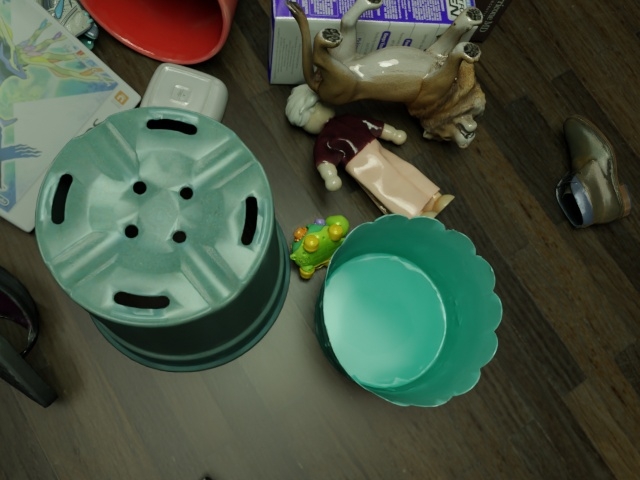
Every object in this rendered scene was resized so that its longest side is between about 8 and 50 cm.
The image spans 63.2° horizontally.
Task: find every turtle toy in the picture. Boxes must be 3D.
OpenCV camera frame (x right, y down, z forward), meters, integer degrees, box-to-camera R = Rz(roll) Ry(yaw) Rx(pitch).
[{"bbox_3d":[0.000,0.000,0.877,0.130,0.095,0.066,-26,57,-29],"label":"turtle toy"}]

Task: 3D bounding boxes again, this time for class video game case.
[{"bbox_3d":[-0.495,-0.225,0.792,0.329,0.036,0.299,43,71,-33],"label":"video game case"}]

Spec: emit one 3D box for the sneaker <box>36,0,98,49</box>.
[{"bbox_3d":[-0.453,-0.393,0.915,0.122,0.110,0.282,10,77,-24],"label":"sneaker"}]

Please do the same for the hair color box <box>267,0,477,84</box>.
[{"bbox_3d":[0.079,-0.368,0.925,0.339,0.185,0.110,0,74,-8],"label":"hair color box"}]

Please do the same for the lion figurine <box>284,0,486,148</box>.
[{"bbox_3d":[0.113,-0.272,0.859,0.393,0.240,0.142,9,69,-13],"label":"lion figurine"}]

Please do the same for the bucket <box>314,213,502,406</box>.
[{"bbox_3d":[0.120,0.112,0.811,0.281,0.183,0.281,2,76,-8],"label":"bucket"}]

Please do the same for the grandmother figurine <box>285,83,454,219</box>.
[{"bbox_3d":[0.067,-0.149,0.919,0.342,0.104,0.208,45,46,8],"label":"grandmother figurine"}]

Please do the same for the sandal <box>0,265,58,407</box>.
[{"bbox_3d":[-0.522,0.056,0.753,0.446,0.167,0.107,44,57,4],"label":"sandal"}]

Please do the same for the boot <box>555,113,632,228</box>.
[{"bbox_3d":[0.490,-0.128,0.976,0.106,0.082,0.219,-21,82,-15],"label":"boot"}]

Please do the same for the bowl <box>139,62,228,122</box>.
[{"bbox_3d":[-0.243,-0.246,0.919,0.142,0.053,0.142,17,73,-4],"label":"bowl"}]

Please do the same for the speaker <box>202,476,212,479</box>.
[{"bbox_3d":[-0.198,0.417,0.754,0.055,0.055,0.136,43,75,4],"label":"speaker"}]

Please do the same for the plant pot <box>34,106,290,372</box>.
[{"bbox_3d":[-0.196,0.006,0.716,0.341,0.334,0.340,2,75,-8],"label":"plant pot"}]

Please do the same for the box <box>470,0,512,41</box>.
[{"bbox_3d":[0.241,-0.501,0.990,0.203,0.168,0.166,0,75,-7],"label":"box"}]

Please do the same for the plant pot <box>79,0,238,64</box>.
[{"bbox_3d":[-0.246,-0.484,0.885,0.275,0.275,0.243,19,63,-3],"label":"plant pot"}]
